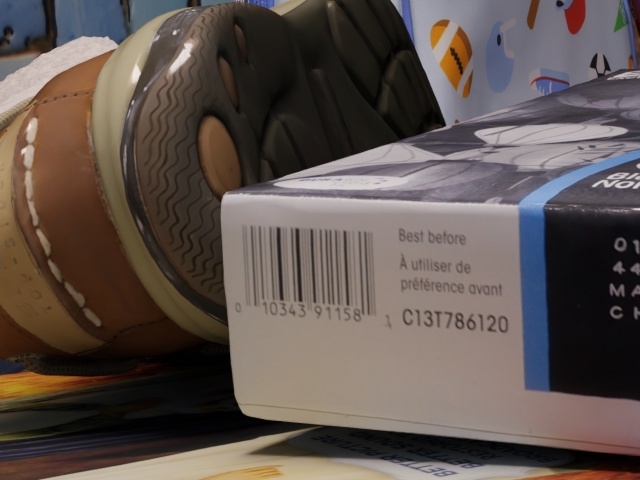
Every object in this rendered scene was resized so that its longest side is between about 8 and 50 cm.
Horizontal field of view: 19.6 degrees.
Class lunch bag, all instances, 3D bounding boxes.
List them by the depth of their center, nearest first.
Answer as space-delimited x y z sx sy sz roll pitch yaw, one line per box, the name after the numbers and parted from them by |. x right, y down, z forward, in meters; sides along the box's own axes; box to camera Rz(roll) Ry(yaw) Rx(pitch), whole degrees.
0.068 -0.053 0.936 0.115 0.243 0.303 -3 -1 31 | lunch bag

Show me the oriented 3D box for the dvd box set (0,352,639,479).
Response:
-0.149 0.090 0.446 0.420 0.062 0.307 -6 5 -25 | dvd box set

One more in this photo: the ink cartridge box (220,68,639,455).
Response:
0.128 -0.012 0.548 0.165 0.065 0.333 1 11 30 | ink cartridge box

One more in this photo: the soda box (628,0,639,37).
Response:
0.228 -0.103 1.001 0.092 0.263 0.083 -13 -23 1 | soda box

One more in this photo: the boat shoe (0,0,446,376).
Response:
-0.032 -0.020 0.636 0.120 0.122 0.324 -18 -4 18 | boat shoe

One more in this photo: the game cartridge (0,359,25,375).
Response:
-0.152 0.014 0.921 0.294 0.060 0.196 -29 12 -25 | game cartridge

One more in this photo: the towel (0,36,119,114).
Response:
-0.190 0.004 0.771 0.282 0.049 0.187 -33 20 -4 | towel
